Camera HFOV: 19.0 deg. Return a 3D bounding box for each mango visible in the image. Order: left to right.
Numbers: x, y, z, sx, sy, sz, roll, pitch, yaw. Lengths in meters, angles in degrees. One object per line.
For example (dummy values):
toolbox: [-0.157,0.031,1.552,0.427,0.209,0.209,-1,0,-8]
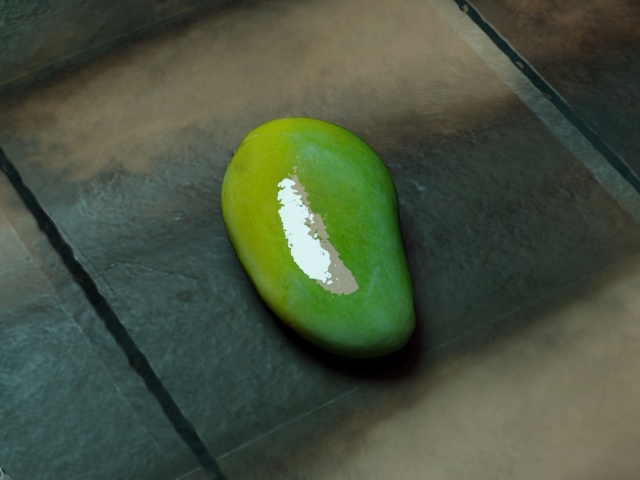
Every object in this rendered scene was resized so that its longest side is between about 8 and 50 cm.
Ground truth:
mango: [0.000,0.000,1.684,0.156,0.114,0.251,-7,61,-20]

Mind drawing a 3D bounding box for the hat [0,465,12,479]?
hat: [-0.283,0.215,1.542,0.087,0.042,0.058,-47,55,6]
